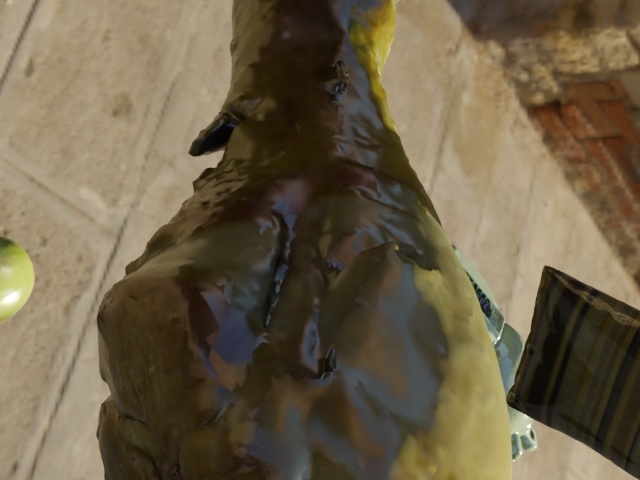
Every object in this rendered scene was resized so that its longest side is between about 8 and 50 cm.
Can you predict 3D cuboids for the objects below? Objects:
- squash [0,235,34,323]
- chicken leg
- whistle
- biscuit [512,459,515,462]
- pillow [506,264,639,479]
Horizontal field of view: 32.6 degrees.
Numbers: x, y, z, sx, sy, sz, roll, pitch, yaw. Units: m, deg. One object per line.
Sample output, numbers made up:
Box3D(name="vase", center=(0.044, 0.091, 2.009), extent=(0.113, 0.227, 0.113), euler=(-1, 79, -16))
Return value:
Box3D(name="squash", center=(-0.332, 0.054, 0.858), extent=(0.250, 0.083, 0.083), euler=(-23, 109, -50))
Box3D(name="chicken leg", center=(0.000, 0.000, 0.501), extent=(0.201, 0.152, 0.429), euler=(25, 50, -31))
Box3D(name="whistle", center=(0.084, 0.065, 0.813), extent=(0.105, 0.102, 0.253), euler=(-39, 103, 1))
Box3D(name="biscuit", center=(-0.002, 0.247, 0.933), extent=(0.186, 0.309, 0.079), euler=(6, 66, -57))
Box3D(name="pillow", center=(0.205, 0.099, 0.626), extent=(0.038, 0.203, 0.113), euler=(-31, 140, -42))
